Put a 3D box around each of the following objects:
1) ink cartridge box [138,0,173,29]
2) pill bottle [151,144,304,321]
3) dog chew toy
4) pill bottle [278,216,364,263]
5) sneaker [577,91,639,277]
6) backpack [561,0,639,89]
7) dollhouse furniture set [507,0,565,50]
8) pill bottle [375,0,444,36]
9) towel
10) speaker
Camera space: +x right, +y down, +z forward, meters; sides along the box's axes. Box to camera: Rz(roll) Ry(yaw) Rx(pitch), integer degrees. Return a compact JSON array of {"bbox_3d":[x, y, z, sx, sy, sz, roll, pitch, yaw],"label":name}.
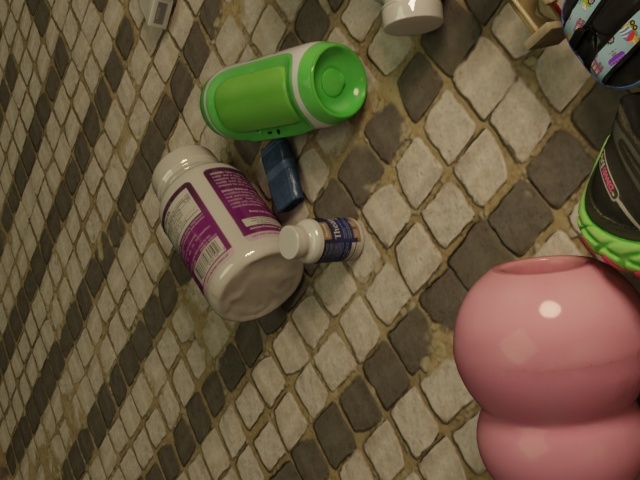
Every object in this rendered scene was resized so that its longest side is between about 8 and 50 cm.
[{"bbox_3d":[-0.322,-0.521,1.720,0.179,0.045,0.146,-115,40,-52],"label":"ink cartridge box"},{"bbox_3d":[-0.167,-0.023,1.440,0.302,0.169,0.169,53,130,35],"label":"pill bottle"},{"bbox_3d":[0.254,0.188,0.917,0.206,0.206,0.332,0,100,51],"label":"dog chew toy"},{"bbox_3d":[0.000,0.000,1.271,0.067,0.120,0.067,5,97,51],"label":"pill bottle"},{"bbox_3d":[0.420,-0.039,0.701,0.482,0.185,0.202,17,109,48],"label":"sneaker"},{"bbox_3d":[0.333,-0.235,0.847,0.173,0.116,0.158,-51,55,39],"label":"backpack"},{"bbox_3d":[0.252,-0.328,0.949,0.129,0.129,0.184,-42,76,44],"label":"dollhouse furniture set"},{"bbox_3d":[0.110,-0.372,1.124,0.108,0.108,0.194,-12,83,51],"label":"pill bottle"},{"bbox_3d":[-0.061,-0.109,1.414,0.067,0.029,0.120,-34,66,47],"label":"towel"},{"bbox_3d":[-0.064,-0.226,1.336,0.296,0.131,0.131,1,93,51],"label":"speaker"}]
